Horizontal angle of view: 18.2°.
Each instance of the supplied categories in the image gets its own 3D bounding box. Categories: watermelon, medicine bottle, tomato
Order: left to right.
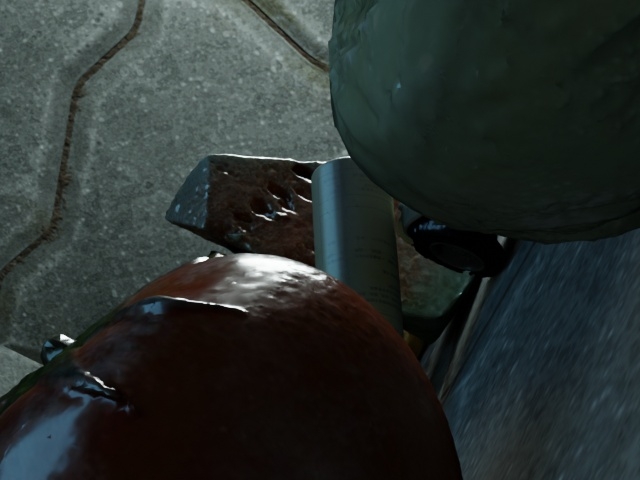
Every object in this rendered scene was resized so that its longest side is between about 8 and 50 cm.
[{"bbox_3d":[-0.052,0.142,0.968,0.265,0.265,0.265,-63,2,4],"label":"tomato"},{"bbox_3d":[0.000,0.000,1.502,0.154,0.241,0.094,-68,-5,-50],"label":"watermelon"},{"bbox_3d":[0.027,0.055,1.367,0.059,0.059,0.230,120,152,-57],"label":"medicine bottle"}]

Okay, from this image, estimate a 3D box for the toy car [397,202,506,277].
[{"bbox_3d":[0.119,-0.087,1.343,0.301,0.118,0.193,120,174,-72],"label":"toy car"}]

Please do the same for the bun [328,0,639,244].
[{"bbox_3d":[0.132,-0.169,0.819,0.360,0.211,0.359,-164,90,-84],"label":"bun"}]

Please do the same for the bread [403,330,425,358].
[{"bbox_3d":[0.054,0.043,1.649,0.134,0.085,0.173,-62,2,31],"label":"bread"}]

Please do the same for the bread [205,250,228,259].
[{"bbox_3d":[0.002,0.110,1.469,0.174,0.133,0.251,106,146,-86],"label":"bread"}]
